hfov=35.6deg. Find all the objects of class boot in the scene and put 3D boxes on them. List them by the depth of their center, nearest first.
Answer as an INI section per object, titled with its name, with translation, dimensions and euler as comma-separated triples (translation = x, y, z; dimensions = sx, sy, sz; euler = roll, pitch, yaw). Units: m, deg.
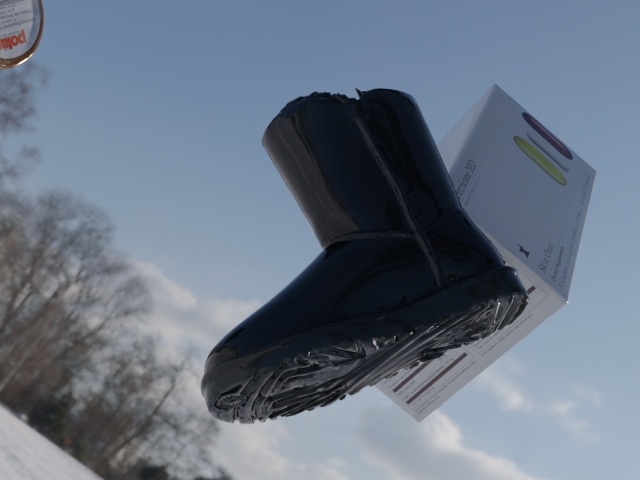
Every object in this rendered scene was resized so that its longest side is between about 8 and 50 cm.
[boot]
translation = 0.000, 0.000, 0.709
dimensions = 0.207, 0.246, 0.094
euler = 61, -22, 27

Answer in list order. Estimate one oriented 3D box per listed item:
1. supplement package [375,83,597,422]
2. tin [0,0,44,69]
[supplement package]
translation = 0.135, 0.004, 0.969
dimensions = 0.145, 0.262, 0.204
euler = 39, -55, -4
[tin]
translation = -0.291, -0.236, 0.837
dimensions = 0.040, 0.106, 0.190
euler = 0, -69, 33
